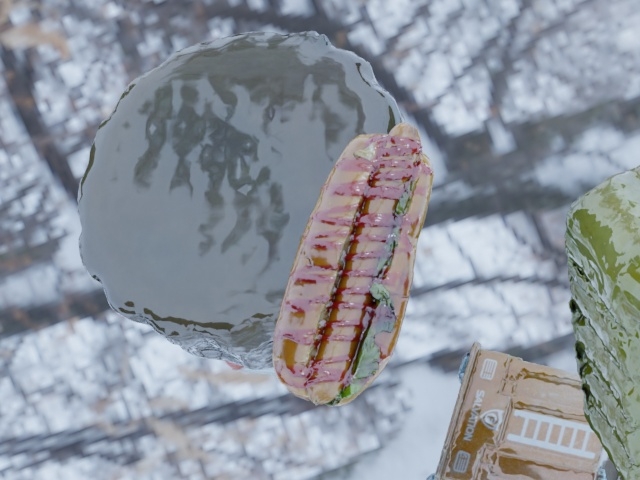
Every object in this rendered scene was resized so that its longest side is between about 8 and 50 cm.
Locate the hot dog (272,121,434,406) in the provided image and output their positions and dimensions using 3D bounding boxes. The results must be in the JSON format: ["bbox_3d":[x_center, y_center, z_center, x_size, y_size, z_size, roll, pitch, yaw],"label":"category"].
[{"bbox_3d":[0.018,0.011,0.895,0.038,0.062,0.144,25,-97,-79],"label":"hot dog"}]

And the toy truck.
[{"bbox_3d":[0.199,0.212,1.582,0.305,0.162,0.136,62,-137,-59],"label":"toy truck"}]

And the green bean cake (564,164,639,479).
[{"bbox_3d":[0.287,0.053,1.181,0.124,0.233,0.236,-114,9,-55],"label":"green bean cake"}]

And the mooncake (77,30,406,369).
[{"bbox_3d":[-0.042,-0.022,1.213,0.124,0.228,0.228,53,-159,-64],"label":"mooncake"}]

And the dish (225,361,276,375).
[{"bbox_3d":[0.000,0.000,1.614,0.117,0.256,0.256,14,-138,-18],"label":"dish"}]
